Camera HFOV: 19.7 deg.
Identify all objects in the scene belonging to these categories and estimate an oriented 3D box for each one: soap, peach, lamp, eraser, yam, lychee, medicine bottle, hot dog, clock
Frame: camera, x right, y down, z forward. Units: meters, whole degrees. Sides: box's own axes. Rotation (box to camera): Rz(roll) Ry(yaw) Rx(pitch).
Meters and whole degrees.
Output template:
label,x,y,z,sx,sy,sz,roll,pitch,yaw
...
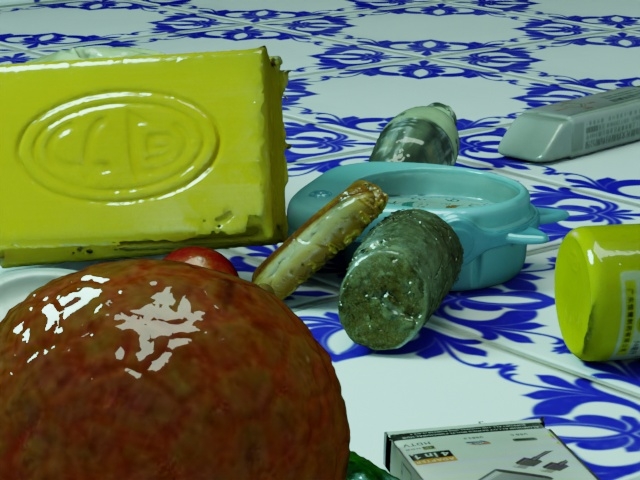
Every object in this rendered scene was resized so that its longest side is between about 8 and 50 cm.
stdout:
label,x,y,z,sx,sy,sz,roll,pitch,yaw
soap,-0.193,-0.084,1.844,0.325,0.204,0.096,-4,-5,10
peach,-0.118,0.036,1.783,0.098,0.061,0.098,-7,15,2
lamp,0.114,-0.104,2.240,0.101,0.101,0.250,5,28,18
eraser,0.379,-0.164,2.519,0.089,0.061,0.352,13,20,43
yam,0.074,0.034,1.717,0.107,0.107,0.183,4,18,12
lychee,-0.107,0.121,1.131,0.255,0.255,0.300,3,47,11
medicine bottle,0.326,0.043,1.643,0.213,0.121,0.122,-2,16,-10
hot dog,0.000,0.000,1.787,0.165,0.045,0.071,-41,-3,21
clock,0.113,-0.013,1.911,0.274,0.094,0.223,8,17,19

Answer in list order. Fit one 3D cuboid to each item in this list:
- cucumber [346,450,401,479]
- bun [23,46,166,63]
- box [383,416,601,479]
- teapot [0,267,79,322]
label,x,y,z,sx,sy,sz,roll,pitch,yaw
cucumber,0.015,0.174,1.298,0.056,0.056,0.250,-8,16,-27
bun,-0.249,-0.115,2.077,0.364,0.202,0.364,2,17,0
box,0.138,0.184,1.295,0.129,0.033,0.247,-3,15,-14
teapot,-0.184,0.119,1.357,0.300,0.165,0.208,3,31,-24
